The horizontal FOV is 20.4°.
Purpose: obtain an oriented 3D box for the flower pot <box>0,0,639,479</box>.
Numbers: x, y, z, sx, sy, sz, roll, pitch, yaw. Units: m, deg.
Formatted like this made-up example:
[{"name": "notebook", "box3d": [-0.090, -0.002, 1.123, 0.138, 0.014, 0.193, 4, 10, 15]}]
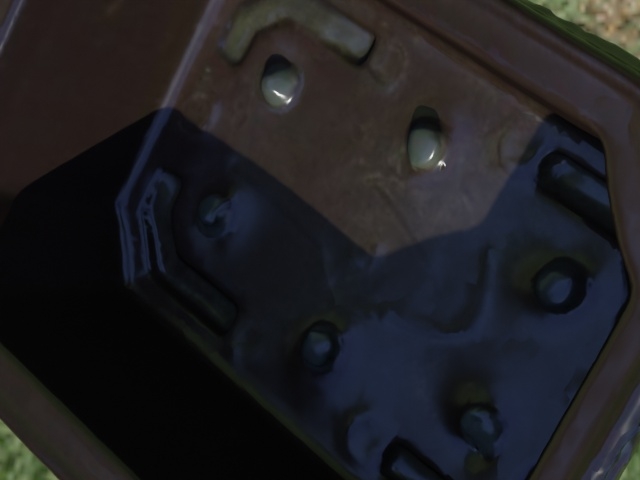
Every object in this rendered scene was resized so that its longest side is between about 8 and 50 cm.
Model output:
[{"name": "flower pot", "box3d": [0.000, 0.000, 0.489, 0.084, 0.251, 0.179, 8, 114, -52]}]
